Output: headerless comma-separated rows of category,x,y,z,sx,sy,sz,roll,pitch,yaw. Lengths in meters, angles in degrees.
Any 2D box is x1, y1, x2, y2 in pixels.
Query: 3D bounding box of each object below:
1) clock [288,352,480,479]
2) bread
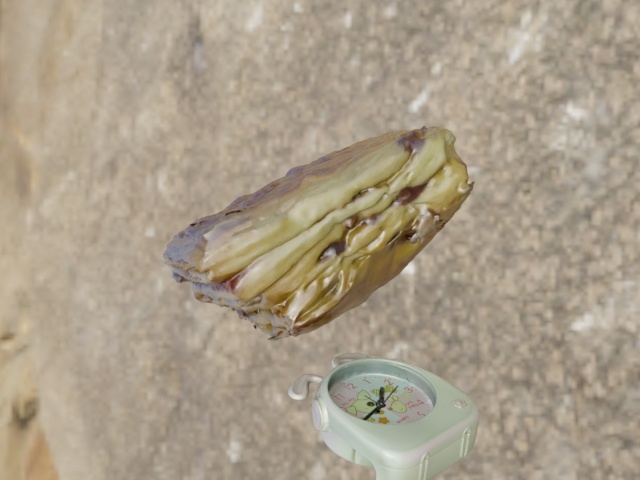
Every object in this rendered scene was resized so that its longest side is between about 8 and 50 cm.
clock,0.064,0.187,1.410,0.191,0.151,0.062,29,127,36
bread,0.000,0.000,1.472,0.167,0.324,0.277,65,166,-7
